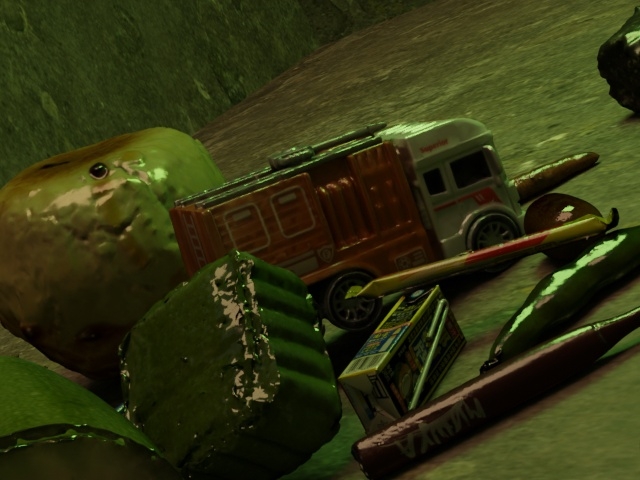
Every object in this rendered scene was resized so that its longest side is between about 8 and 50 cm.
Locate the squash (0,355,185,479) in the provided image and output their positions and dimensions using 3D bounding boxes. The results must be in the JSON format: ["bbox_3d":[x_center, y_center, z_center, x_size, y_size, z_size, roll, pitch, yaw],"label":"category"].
[{"bbox_3d":[-0.247,0.244,1.073,0.263,0.263,0.384,-33,14,-17],"label":"squash"}]

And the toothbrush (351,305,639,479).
[{"bbox_3d":[0.192,0.112,1.146,0.364,0.041,0.041,-29,14,2],"label":"toothbrush"}]

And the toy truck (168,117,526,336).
[{"bbox_3d":[0.033,-0.020,1.484,0.388,0.207,0.173,-22,11,-20],"label":"toy truck"}]

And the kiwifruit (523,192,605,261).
[{"bbox_3d":[0.262,-0.014,1.398,0.075,0.075,0.124,-30,11,-6],"label":"kiwifruit"}]

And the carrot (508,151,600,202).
[{"bbox_3d":[0.280,-0.078,1.669,0.165,0.035,0.035,-25,14,7],"label":"carrot"}]

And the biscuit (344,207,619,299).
[{"bbox_3d":[0.164,0.019,1.339,0.292,0.026,0.048,-17,1,14],"label":"biscuit"}]

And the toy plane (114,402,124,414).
[{"bbox_3d":[-0.267,0.229,1.629,0.062,0.054,0.167,15,41,35],"label":"toy plane"}]

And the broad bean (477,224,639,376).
[{"bbox_3d":[0.245,0.048,1.270,0.297,0.043,0.060,-36,27,-22],"label":"broad bean"}]

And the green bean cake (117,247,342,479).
[{"bbox_3d":[-0.095,0.137,1.265,0.200,0.113,0.214,-36,50,24],"label":"green bean cake"}]

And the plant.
[{"bbox_3d":[0.476,-0.264,1.752,0.194,0.129,0.132,-38,18,-19],"label":"plant"}]

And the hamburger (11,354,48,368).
[{"bbox_3d":[-0.437,0.236,1.784,0.173,0.116,0.210,-35,15,-12],"label":"hamburger"}]

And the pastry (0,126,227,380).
[{"bbox_3d":[-0.285,0.025,1.833,0.389,0.312,0.388,-16,19,6],"label":"pastry"}]

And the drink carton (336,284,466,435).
[{"bbox_3d":[0.085,0.115,1.283,0.056,0.071,0.165,-15,20,35],"label":"drink carton"}]
